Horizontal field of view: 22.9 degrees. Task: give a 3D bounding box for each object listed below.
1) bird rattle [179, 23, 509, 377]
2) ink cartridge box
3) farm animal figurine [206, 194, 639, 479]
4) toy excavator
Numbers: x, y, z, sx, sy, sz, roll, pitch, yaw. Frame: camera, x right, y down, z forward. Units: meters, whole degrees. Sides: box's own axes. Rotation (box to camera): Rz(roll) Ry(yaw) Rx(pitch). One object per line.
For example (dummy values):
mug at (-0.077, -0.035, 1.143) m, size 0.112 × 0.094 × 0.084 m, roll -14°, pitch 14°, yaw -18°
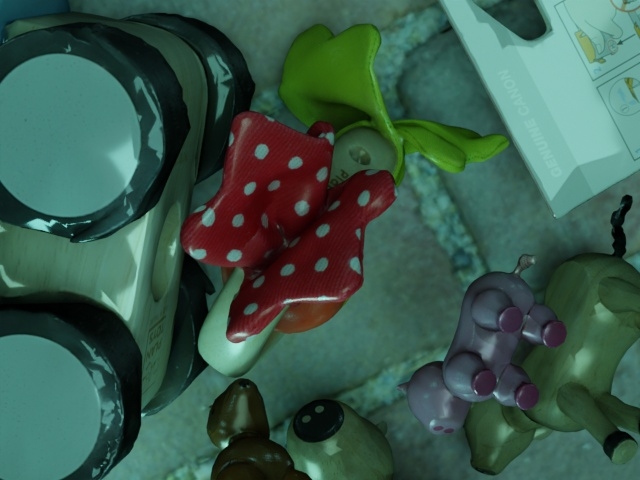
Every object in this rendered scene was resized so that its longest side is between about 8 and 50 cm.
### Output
bird rattle at (0.000, 0.000, 0.889) m, size 0.143 × 0.253 × 0.207 m, roll 29°, pitch 128°, yaw -1°
ink cartridge box at (0.181, -0.204, 0.935) m, size 0.261 × 0.066 × 0.296 m, roll -29°, pitch 103°, yaw 3°
farm animal figurine at (0.067, 0.162, 0.957) m, size 0.330 × 0.172 × 0.327 m, roll -19°, pitch 112°, yaw -20°
toy excavator at (-0.295, 0.038, 0.913) m, size 0.445 × 0.222 × 0.433 m, roll 12°, pitch 103°, yaw 8°
